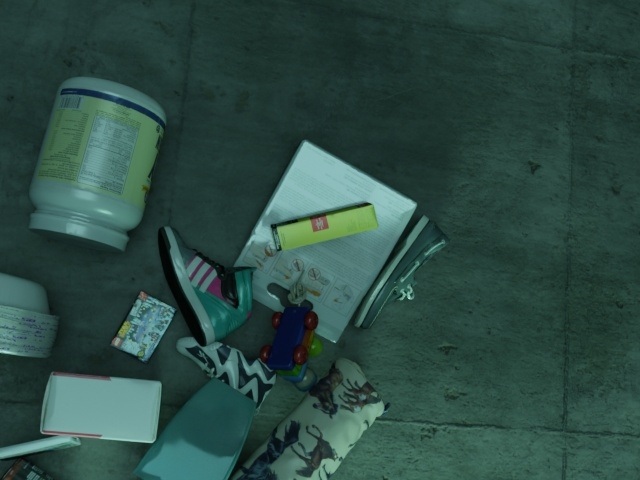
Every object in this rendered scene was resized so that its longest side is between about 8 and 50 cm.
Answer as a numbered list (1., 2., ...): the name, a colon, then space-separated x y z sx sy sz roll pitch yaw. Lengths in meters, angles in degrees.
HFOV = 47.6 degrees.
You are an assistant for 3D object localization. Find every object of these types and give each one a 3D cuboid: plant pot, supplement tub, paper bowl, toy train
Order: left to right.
1. paper bowl: -0.659 0.135 1.434 0.284 0.284 0.148 14 79 -9
2. supplement tub: -0.569 0.543 1.488 0.198 0.106 0.106 38 77 -4
3. supplement tub: -0.474 -0.154 1.537 0.235 0.235 0.324 13 80 -9
4. plant pot: -0.235 0.406 1.470 0.166 0.165 0.234 30 73 3
5. toy train: -0.036 0.206 1.639 0.105 0.143 0.248 -3 50 27

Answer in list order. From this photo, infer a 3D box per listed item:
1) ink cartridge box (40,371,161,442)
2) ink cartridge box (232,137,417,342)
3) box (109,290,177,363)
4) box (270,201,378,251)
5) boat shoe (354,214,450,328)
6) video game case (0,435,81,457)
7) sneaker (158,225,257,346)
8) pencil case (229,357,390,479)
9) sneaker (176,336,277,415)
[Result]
1. ink cartridge box: -0.426 0.332 1.456 0.207 0.283 0.117 7 77 -11
2. ink cartridge box: 0.000 0.000 1.708 0.308 0.091 0.385 29 95 -7
3. box: -0.392 0.192 1.612 0.094 0.027 0.137 28 78 -5
4. box: 0.007 -0.031 1.618 0.232 0.087 0.058 -12 97 -2
5. boat shoe: 0.193 0.087 1.701 0.099 0.116 0.319 36 72 -1
6. video game case: -0.581 0.423 1.482 0.157 0.143 0.019 -10 74 -13
7. sneaker: -0.235 0.077 1.606 0.178 0.124 0.295 -17 66 -26
8. pencil case: -0.032 0.449 1.527 0.160 0.183 0.410 24 58 36
9. sneaker: -0.222 0.312 1.594 0.235 0.094 0.153 24 70 -17
